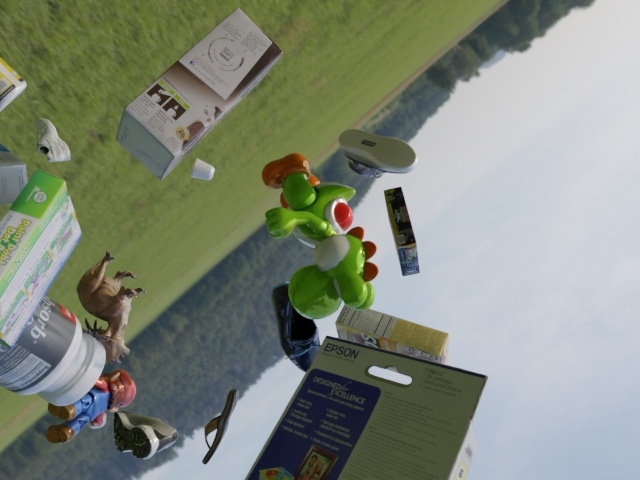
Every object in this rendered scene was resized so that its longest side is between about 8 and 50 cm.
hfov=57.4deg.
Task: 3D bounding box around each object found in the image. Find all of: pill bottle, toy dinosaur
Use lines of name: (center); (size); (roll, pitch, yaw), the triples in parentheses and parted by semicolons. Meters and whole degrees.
pill bottle: (-0.714, -0.357, 1.205); (0.103, 0.184, 0.103); (-32, -152, 19)
pill bottle: (-0.663, 0.206, 1.277); (0.210, 0.363, 0.210); (-19, -136, 20)
toy dinosaur: (-0.577, 0.160, 1.535); (0.200, 0.295, 0.127); (-40, 152, -5)

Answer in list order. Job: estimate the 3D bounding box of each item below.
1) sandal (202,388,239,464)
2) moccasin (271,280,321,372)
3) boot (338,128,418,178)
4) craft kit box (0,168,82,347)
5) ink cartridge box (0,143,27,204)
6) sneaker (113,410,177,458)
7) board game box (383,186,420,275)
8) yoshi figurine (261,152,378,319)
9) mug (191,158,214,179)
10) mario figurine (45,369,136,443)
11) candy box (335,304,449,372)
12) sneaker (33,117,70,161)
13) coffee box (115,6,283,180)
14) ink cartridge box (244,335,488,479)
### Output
sandal: (-0.292, 0.517, 1.643); (0.090, 0.060, 0.219); (-20, 130, -86)
moccasin: (-0.070, 0.294, 1.832); (0.138, 0.342, 0.117); (-33, -150, -19)
boot: (0.121, -0.158, 1.158); (0.069, 0.086, 0.190); (-44, -131, -16)
craft kit box: (-0.502, 0.040, 0.990); (0.249, 0.061, 0.246); (-68, -171, -26)
ink cartridge box: (-0.645, -0.113, 1.037); (0.191, 0.140, 0.082); (-17, 125, -42)
sneaker: (-0.489, 0.527, 1.603); (0.108, 0.100, 0.272); (-3, -178, -43)
board game box: (0.198, -0.021, 1.420); (0.048, 0.170, 0.141); (-13, 146, 6)
yoshi figurine: (-0.026, 0.011, 1.189); (0.204, 0.362, 0.203); (-5, 141, -29)
mug: (-0.373, -0.224, 1.869); (0.078, 0.064, 0.062); (-100, -151, -72)
mario figurine: (-0.690, 0.470, 1.725); (0.198, 0.170, 0.320); (-44, 173, 15)
candy box: (0.210, 0.302, 1.702); (0.087, 0.317, 0.183); (-60, 153, -34)
sneaker: (-0.708, -0.261, 1.510); (0.061, 0.152, 0.053); (-25, 155, -39)
coffee box: (-0.225, -0.268, 1.083); (0.297, 0.119, 0.168); (-51, -168, -22)
ink cartridge box: (0.065, 0.312, 0.873); (0.304, 0.072, 0.307); (7, -128, 39)
